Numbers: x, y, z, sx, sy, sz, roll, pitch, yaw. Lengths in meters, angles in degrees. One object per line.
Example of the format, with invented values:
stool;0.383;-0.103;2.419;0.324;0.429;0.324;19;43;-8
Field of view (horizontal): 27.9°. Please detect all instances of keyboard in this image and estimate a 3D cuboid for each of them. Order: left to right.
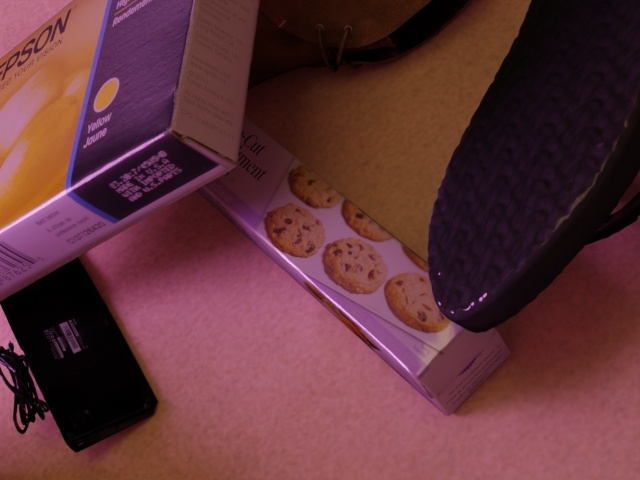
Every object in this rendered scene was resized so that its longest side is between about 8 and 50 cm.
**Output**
keyboard;-0.202;0.090;0.992;0.100;0.038;0.192;-22;47;-17

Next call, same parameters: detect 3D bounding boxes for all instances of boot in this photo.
boot;-0.005;-0.173;1.016;0.305;0.112;0.115;-35;70;8

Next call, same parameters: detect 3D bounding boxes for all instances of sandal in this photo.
sandal;0.199;-0.114;0.849;0.167;0.107;0.445;-27;31;52

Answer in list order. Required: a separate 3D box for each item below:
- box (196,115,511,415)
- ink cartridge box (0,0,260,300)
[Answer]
box;0.000;0.000;0.916;0.067;0.063;0.324;-44;50;-5
ink cartridge box;-0.164;-0.132;0.975;0.304;0.072;0.307;-27;47;39
